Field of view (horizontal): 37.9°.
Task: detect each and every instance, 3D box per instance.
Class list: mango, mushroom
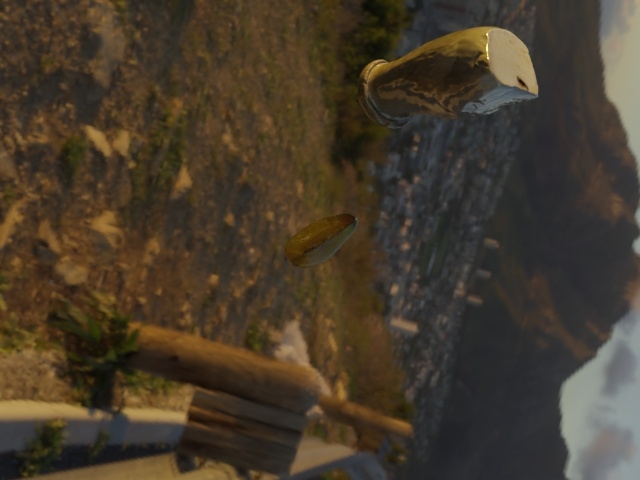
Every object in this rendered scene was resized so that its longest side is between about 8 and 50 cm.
[{"bbox_3d":[0.000,0.000,1.952,0.066,0.187,0.101,48,18,-30],"label":"mango"},{"bbox_3d":[0.140,-0.173,1.000,0.247,0.096,0.108,7,-111,59],"label":"mushroom"}]
